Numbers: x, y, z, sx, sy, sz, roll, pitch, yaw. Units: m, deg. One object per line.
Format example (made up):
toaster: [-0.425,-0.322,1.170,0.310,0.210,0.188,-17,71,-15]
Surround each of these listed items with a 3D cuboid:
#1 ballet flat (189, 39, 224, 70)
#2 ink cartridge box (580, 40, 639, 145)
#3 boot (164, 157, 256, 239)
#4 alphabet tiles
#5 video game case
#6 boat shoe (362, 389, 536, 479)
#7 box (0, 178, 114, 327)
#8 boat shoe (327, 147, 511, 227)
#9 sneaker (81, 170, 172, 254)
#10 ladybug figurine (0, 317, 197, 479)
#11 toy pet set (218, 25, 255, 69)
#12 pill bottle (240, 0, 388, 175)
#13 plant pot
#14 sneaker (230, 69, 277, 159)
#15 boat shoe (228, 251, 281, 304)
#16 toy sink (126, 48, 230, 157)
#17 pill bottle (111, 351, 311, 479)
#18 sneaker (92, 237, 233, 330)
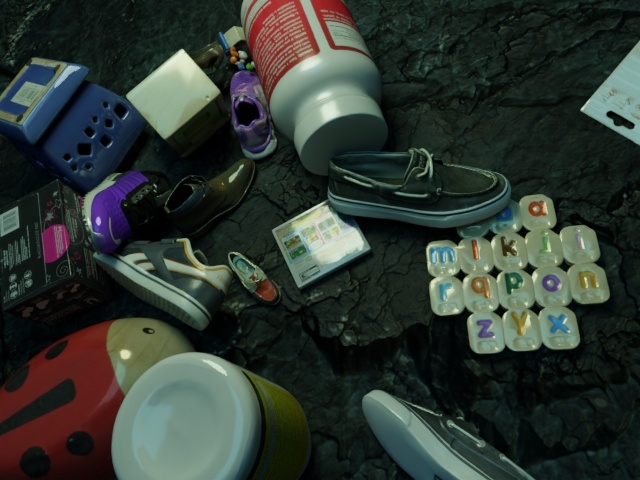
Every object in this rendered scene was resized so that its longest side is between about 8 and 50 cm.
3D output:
ballet flat: [-0.311,-0.405,1.230,0.250,0.058,0.084,-7,33,40]
ink cartridge box: [0.604,-0.270,0.963,0.145,0.045,0.179,44,102,27]
boot: [-0.225,-0.105,1.076,0.082,0.106,0.219,35,80,26]
alphabet tiles: [0.330,0.055,0.895,0.284,0.021,0.278,-7,65,13]
video game case: [0.000,0.000,1.015,0.157,0.019,0.143,-29,61,3]
boat shoe: [0.197,0.314,0.778,0.102,0.108,0.301,-29,42,-35]
box: [-0.557,0.030,1.092,0.163,0.142,0.247,-26,61,5]
boat shoe: [0.169,-0.103,0.934,0.335,0.119,0.121,0,48,14]
sneaker: [-0.374,-0.077,1.057,0.146,0.102,0.293,-8,30,-1]
ladybug figurine: [-0.433,0.302,0.922,0.449,0.162,0.305,-34,62,0]
toy pet set: [-0.195,-0.432,1.207,0.065,0.122,0.114,-25,92,30]
pill bottle: [-0.011,-0.344,1.055,0.229,0.229,0.408,-21,62,6]
plant pot: [-0.578,-0.270,1.173,0.236,0.212,0.236,20,73,34]
sneaker: [-0.158,-0.298,1.147,0.095,0.104,0.236,-18,62,9]
boat shoe: [-0.130,0.072,1.006,0.049,0.043,0.137,-43,64,-8]
toy sink: [-0.299,-0.284,1.150,0.153,0.234,0.131,-42,92,-6]
pill bottle: [-0.123,0.285,0.744,0.188,0.334,0.188,-6,65,14]
sneaker: [-0.303,0.061,1.017,0.321,0.126,0.127,21,61,30]
